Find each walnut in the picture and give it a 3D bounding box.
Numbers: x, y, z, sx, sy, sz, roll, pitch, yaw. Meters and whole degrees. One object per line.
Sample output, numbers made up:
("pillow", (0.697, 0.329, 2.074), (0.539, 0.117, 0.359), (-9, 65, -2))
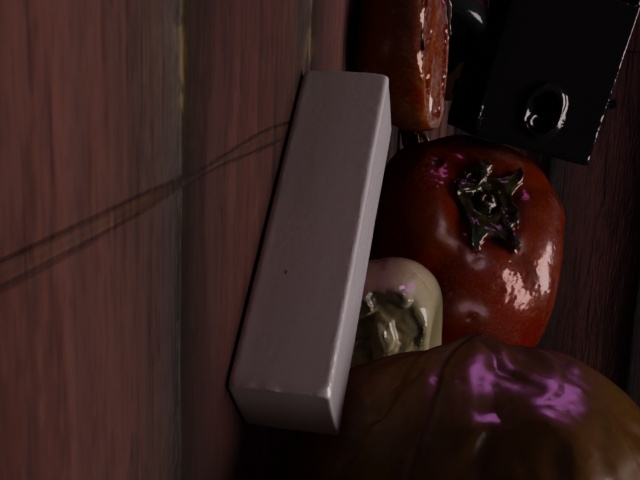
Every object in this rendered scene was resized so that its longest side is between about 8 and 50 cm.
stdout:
("walnut", (0.118, 0.270, 0.748), (0.308, 0.353, 0.398), (53, 46, -62))

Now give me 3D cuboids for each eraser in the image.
("eraser", (0.000, 0.000, 0.750), (0.078, 0.076, 0.298), (79, 20, -58))

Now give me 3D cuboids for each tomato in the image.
("tomato", (0.095, -0.240, 1.087), (0.237, 0.095, 0.237), (4, 90, -75))
("tomato", (0.201, 0.018, 1.309), (0.290, 0.293, 0.325), (106, -8, -56))

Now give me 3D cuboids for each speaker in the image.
("speaker", (0.307, -0.259, 1.322), (0.232, 0.184, 0.254), (-97, -158, -78))

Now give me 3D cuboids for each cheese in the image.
("cheese", (0.071, 0.151, 1.076), (0.233, 0.127, 0.266), (-44, 136, -69))

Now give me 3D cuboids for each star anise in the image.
("star anise", (0.156, -0.124, 1.603), (0.140, 0.144, 0.158), (4, 82, -35))

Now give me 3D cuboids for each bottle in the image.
("bottle", (0.177, -0.425, 1.308), (0.144, 0.143, 0.336), (71, 25, -65))

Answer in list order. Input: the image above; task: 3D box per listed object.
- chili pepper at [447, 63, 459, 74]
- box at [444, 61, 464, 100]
("chili pepper", (0.179, -0.362, 1.454), (0.136, 0.099, 0.271), (136, -38, -75))
("box", (0.313, -0.441, 1.772), (0.239, 0.229, 0.339), (83, 17, -51))
